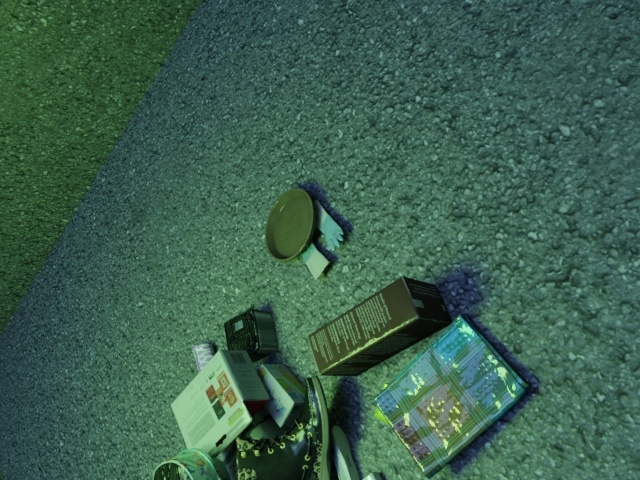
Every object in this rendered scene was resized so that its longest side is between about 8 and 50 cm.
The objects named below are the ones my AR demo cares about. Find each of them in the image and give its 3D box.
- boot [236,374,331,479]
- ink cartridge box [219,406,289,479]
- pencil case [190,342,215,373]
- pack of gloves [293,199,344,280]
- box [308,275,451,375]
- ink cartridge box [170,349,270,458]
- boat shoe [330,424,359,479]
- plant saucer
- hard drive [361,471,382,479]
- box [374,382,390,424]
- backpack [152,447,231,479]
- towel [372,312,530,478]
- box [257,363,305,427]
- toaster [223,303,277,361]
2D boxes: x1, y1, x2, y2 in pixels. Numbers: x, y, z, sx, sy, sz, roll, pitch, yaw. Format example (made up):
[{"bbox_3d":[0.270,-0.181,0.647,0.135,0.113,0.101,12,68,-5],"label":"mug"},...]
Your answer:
[{"bbox_3d":[-0.115,0.612,1.694,0.138,0.284,0.378,-145,53,-82],"label":"boot"},{"bbox_3d":[-0.243,0.678,1.916,0.223,0.129,0.307,-54,51,15],"label":"ink cartridge box"},{"bbox_3d":[-0.445,0.499,2.166,0.086,0.088,0.206,-41,56,28],"label":"pencil case"},{"bbox_3d":[0.000,0.000,1.953,0.195,0.046,0.232,-58,42,19],"label":"pack of gloves"},{"bbox_3d":[0.167,0.262,1.629,0.381,0.191,0.143,-35,59,29],"label":"box"},{"bbox_3d":[-0.326,0.567,1.843,0.309,0.130,0.272,-48,54,21],"label":"ink cartridge box"},{"bbox_3d":[0.062,0.668,1.707,0.063,0.066,0.184,-35,68,28],"label":"boat shoe"},{"bbox_3d":[-0.106,-0.055,2.027,0.277,0.041,0.278,-19,64,44],"label":"plant saucer"},{"bbox_3d":[0.165,0.881,1.567,0.233,0.047,0.353,-48,54,22],"label":"hard drive"},{"bbox_3d":[0.247,0.496,1.597,0.178,0.042,0.109,18,91,41],"label":"box"},{"bbox_3d":[-0.378,0.755,1.658,0.225,0.191,0.254,-35,82,36],"label":"backpack"},{"bbox_3d":[0.342,0.415,1.500,0.370,0.040,0.271,-46,53,10],"label":"towel"},{"bbox_3d":[-0.129,0.518,1.869,0.203,0.114,0.103,39,106,40],"label":"box"},{"bbox_3d":[-0.254,0.346,2.025,0.185,0.110,0.168,-31,61,32],"label":"toaster"}]
